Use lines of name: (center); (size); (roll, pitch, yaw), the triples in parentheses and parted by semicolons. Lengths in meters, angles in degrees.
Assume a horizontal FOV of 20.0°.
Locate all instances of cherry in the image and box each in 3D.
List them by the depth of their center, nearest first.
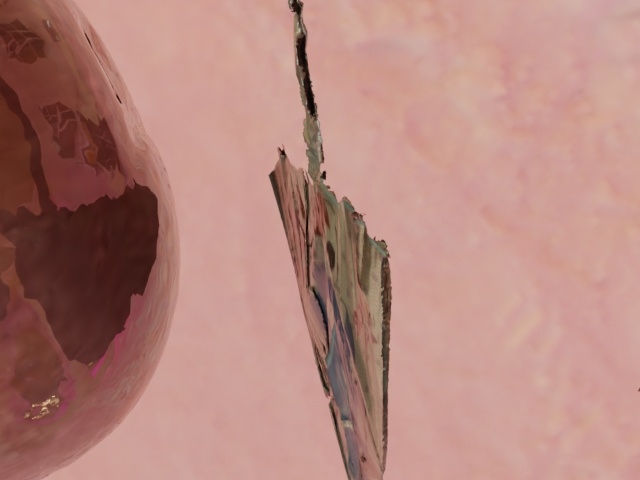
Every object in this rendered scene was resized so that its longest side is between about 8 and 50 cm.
cherry: (-0.183, -0.020, 0.869); (0.221, 0.261, 0.307); (-18, 119, -11)

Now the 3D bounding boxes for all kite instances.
kite: (0.000, 0.000, 0.744); (0.011, 0.335, 0.314); (-9, 99, -7)

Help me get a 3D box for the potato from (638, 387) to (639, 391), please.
potato: (0.278, 0.188, 0.803); (0.289, 0.301, 0.237); (20, 69, -55)
